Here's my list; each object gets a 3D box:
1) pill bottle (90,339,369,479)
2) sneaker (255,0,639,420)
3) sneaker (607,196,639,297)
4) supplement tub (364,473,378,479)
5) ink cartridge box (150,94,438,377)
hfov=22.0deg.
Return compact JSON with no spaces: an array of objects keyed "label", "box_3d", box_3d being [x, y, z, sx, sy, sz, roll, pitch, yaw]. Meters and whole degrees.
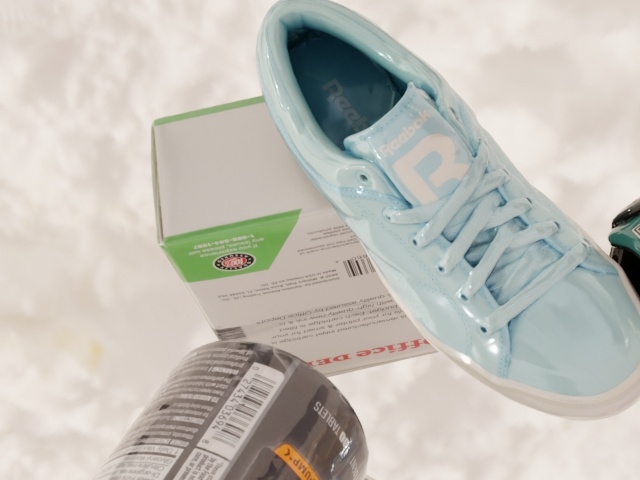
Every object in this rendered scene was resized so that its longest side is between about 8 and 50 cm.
[{"label":"pill bottle","box_3d":[-0.077,0.174,0.871,0.130,0.245,0.130,15,130,18]},{"label":"sneaker","box_3d":[0.074,-0.025,1.102,0.135,0.366,0.150,-46,160,-1]},{"label":"sneaker","box_3d":[0.273,-0.012,1.099,0.121,0.108,0.302,0,130,-40]},{"label":"supplement tub","box_3d":[0.000,0.313,1.464,0.316,0.228,0.228,30,117,-15]},{"label":"ink cartridge box","box_3d":[0.000,0.000,1.361,0.211,0.121,0.289,-12,151,6]}]
